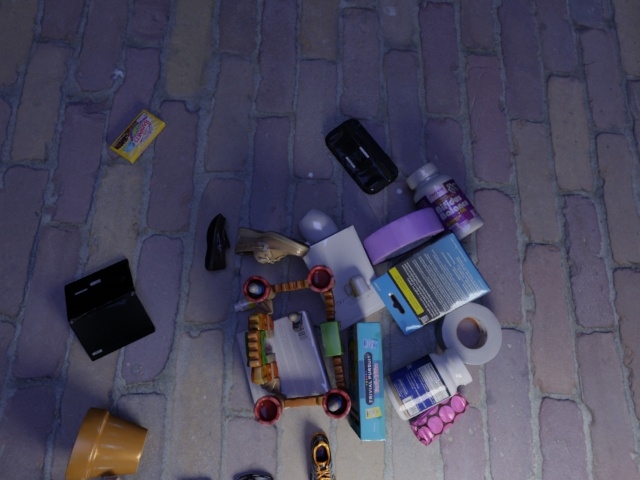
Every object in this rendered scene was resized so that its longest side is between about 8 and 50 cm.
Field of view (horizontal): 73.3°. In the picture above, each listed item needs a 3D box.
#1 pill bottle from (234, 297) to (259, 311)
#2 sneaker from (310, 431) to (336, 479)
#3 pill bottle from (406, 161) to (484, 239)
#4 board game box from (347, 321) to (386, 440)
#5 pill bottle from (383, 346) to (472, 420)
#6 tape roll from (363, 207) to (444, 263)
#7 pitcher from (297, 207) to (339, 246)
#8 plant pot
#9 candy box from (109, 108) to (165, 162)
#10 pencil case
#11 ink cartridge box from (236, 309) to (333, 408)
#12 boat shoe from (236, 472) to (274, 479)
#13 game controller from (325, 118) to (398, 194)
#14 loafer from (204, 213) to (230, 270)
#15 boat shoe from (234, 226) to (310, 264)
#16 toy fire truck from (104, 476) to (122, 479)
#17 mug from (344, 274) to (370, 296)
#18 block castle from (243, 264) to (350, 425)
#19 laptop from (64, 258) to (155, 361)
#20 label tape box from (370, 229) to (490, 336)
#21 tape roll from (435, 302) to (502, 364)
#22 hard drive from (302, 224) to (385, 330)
[{"bbox_3d":[-0.263,0.227,1.533,0.083,0.043,0.043,-18,77,-8],"label":"pill bottle"},{"bbox_3d":[0.004,0.741,1.392,0.084,0.083,0.214,-8,77,-8],"label":"sneaker"},{"bbox_3d":[0.457,-0.139,1.617,0.169,0.169,0.301,-31,79,-11],"label":"pill bottle"},{"bbox_3d":[0.142,0.443,1.393,0.079,0.254,0.336,0,75,-3],"label":"board game box"},{"bbox_3d":[0.353,0.469,1.426,0.265,0.153,0.153,-28,78,3],"label":"pill bottle"},{"bbox_3d":[0.291,-0.011,1.515,0.275,0.275,0.090,-23,77,-9],"label":"tape roll"},{"bbox_3d":[0.000,0.000,1.576,0.207,0.125,0.178,43,77,-4],"label":"pitcher"},{"bbox_3d":[-0.647,0.637,1.329,0.188,0.205,0.205,15,74,-15],"label":"plant pot"},{"bbox_3d":[-0.714,-0.409,1.685,0.105,0.027,0.206,33,75,2],"label":"candy box"},{"bbox_3d":[0.398,0.589,1.456,0.209,0.095,0.098,-39,116,-15],"label":"pencil case"},{"bbox_3d":[-0.124,0.421,1.479,0.261,0.066,0.296,-19,76,7],"label":"ink cartridge box"},{"bbox_3d":[-0.212,0.780,1.389,0.125,0.038,0.046,3,75,-3],"label":"boat shoe"},{"bbox_3d":[0.162,-0.337,1.715,0.166,0.067,0.319,-38,80,2],"label":"game controller"},{"bbox_3d":[-0.372,0.010,1.578,0.078,0.080,0.220,15,70,-34],"label":"loafer"},{"bbox_3d":[-0.173,0.031,1.492,0.341,0.122,0.110,9,79,45],"label":"boat shoe"},{"bbox_3d":[-0.633,0.823,1.283,0.217,0.158,0.246,-4,77,-4],"label":"toy fire truck"},{"bbox_3d":[0.126,0.157,1.487,0.078,0.062,0.064,-26,92,-17],"label":"mug"},{"bbox_3d":[-0.076,0.320,1.347,0.303,0.213,0.453,-9,78,8],"label":"block castle"},{"bbox_3d":[-0.741,0.237,1.514,0.234,0.136,0.264,-25,52,-11],"label":"laptop"},{"bbox_3d":[0.383,0.149,1.526,0.334,0.106,0.240,-33,91,16],"label":"label tape box"},{"bbox_3d":[0.531,0.334,1.543,0.219,0.072,0.219,1,75,-4],"label":"tape roll"},{"bbox_3d":[0.086,0.133,1.527,0.210,0.040,0.318,-27,99,-10],"label":"hard drive"}]
